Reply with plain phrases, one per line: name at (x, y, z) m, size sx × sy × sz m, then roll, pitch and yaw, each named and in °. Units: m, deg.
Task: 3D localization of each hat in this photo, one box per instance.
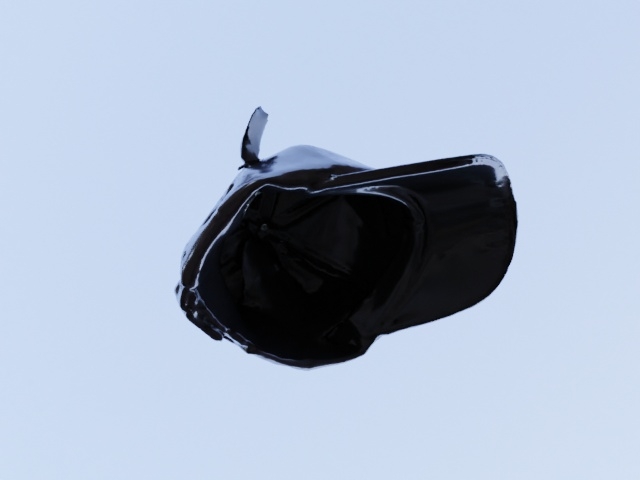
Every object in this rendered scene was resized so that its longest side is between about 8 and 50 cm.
hat at (0.015, -0.020, 0.987) m, size 0.336 × 0.209 × 0.238 m, roll -20°, pitch -56°, yaw -2°
